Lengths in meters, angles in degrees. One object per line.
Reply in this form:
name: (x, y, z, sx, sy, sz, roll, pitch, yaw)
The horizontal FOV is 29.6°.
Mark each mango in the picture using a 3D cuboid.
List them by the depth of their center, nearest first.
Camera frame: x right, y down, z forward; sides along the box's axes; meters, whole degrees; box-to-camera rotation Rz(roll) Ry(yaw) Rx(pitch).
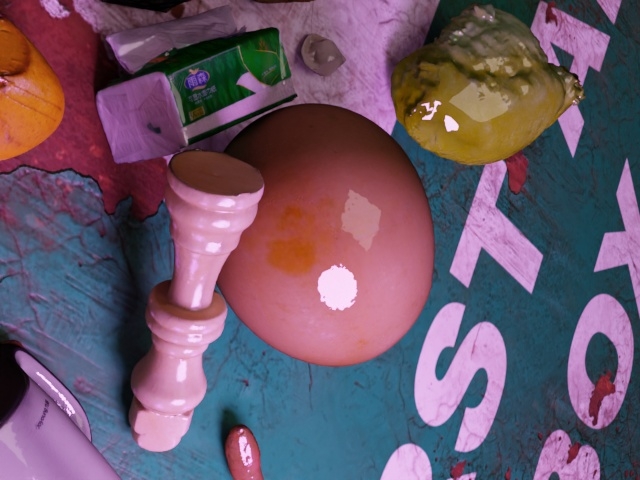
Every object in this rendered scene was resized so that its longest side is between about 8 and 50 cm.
mango: (-0.374, -0.162, 1.290, 0.252, 0.126, 0.154, 12, 73, -56)

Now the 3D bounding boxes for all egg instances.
egg: (0.000, 0.000, 1.596, 0.301, 0.301, 0.374, -41, 128, -39)

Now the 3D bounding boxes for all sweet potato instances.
sweet potato: (-0.101, 0.349, 1.699, 0.050, 0.050, 0.214, -29, 120, -44)

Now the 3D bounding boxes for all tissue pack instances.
tissue pack: (-0.162, -0.206, 1.512, 0.209, 0.148, 0.156, -29, 108, -43)

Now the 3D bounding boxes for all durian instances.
durian: (0.255, -0.241, 1.969, 0.339, 0.204, 0.256, -40, 108, -29)

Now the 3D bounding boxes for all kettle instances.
kettle: (-0.326, 0.252, 1.367, 0.255, 0.165, 0.240, 58, 23, -29)

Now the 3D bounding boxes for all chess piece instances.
chess piece: (-0.166, 0.089, 1.474, 0.117, 0.117, 0.397, -17, 132, -47)

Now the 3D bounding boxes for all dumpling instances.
dumpling: (0.000, -0.273, 1.779, 0.076, 0.057, 0.052, -31, 157, -18)

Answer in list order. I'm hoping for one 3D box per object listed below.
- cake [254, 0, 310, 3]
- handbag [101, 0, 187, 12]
cake: (-0.030, -0.416, 1.629, 0.207, 0.178, 0.185, 6, 89, -46)
handbag: (-0.185, -0.327, 1.481, 0.115, 0.139, 0.072, 1, 91, -48)
